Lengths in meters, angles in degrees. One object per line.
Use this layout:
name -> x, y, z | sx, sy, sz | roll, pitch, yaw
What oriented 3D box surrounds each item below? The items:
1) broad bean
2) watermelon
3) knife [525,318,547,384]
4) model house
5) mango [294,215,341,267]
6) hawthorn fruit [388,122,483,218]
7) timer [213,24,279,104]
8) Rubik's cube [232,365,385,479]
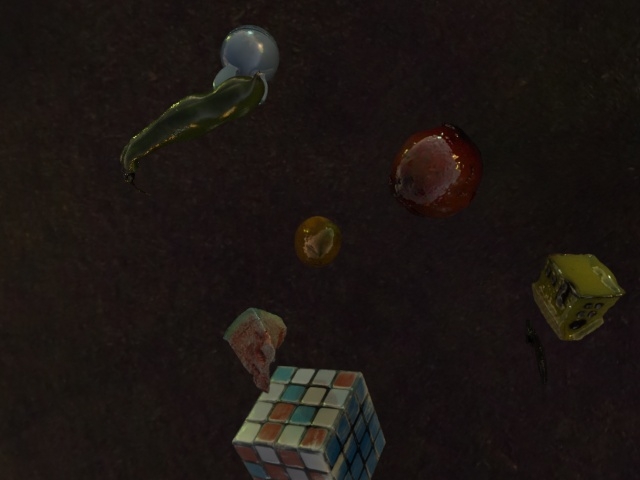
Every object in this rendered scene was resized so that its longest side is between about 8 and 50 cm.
broad bean -> -0.211, -0.173, 0.805 | 0.318, 0.098, 0.056 | -29, 61, 29
watermelon -> -0.127, 0.203, 1.013 | 0.121, 0.158, 0.098 | 28, 119, -10
knife -> 0.356, 0.169, 0.860 | 0.021, 0.222, 0.046 | -3, 102, 16
model house -> 0.765, 0.178, 1.566 | 0.193, 0.174, 0.234 | -105, 13, -49
mango -> -0.002, 0.007, 1.112 | 0.165, 0.089, 0.115 | -149, 67, -64
hawthorn fruit -> 0.370, -0.222, 1.643 | 0.315, 0.316, 0.316 | 5, 100, 33
timer -> -0.197, -0.449, 1.370 | 0.175, 0.175, 0.256 | -2, 69, 34
Rubik's cube -> -0.017, 0.492, 1.265 | 0.253, 0.259, 0.256 | -3, 120, 31
